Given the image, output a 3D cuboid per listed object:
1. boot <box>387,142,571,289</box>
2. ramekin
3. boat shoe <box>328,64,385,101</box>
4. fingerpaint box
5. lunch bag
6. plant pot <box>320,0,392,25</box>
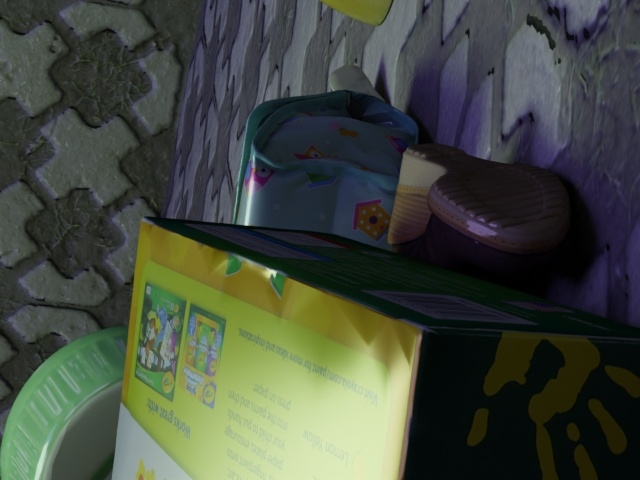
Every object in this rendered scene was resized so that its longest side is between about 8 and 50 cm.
[{"bbox_3d":[0.108,0.052,1.191,0.248,0.090,0.207,-138,43,-72],"label":"boot"},{"bbox_3d":[-0.191,0.253,1.950,0.148,0.303,0.303,-152,71,-71],"label":"ramekin"},{"bbox_3d":[0.040,-0.118,1.695,0.133,0.049,0.042,-109,1,-54],"label":"boat shoe"},{"bbox_3d":[0.011,0.198,1.054,0.445,0.163,0.371,-164,80,-66],"label":"fingerpaint box"},{"bbox_3d":[0.000,0.000,1.517,0.262,0.160,0.223,-79,-2,-71],"label":"lunch bag"},{"bbox_3d":[0.022,-0.287,1.762,0.134,0.095,0.134,-171,90,-79],"label":"plant pot"}]
